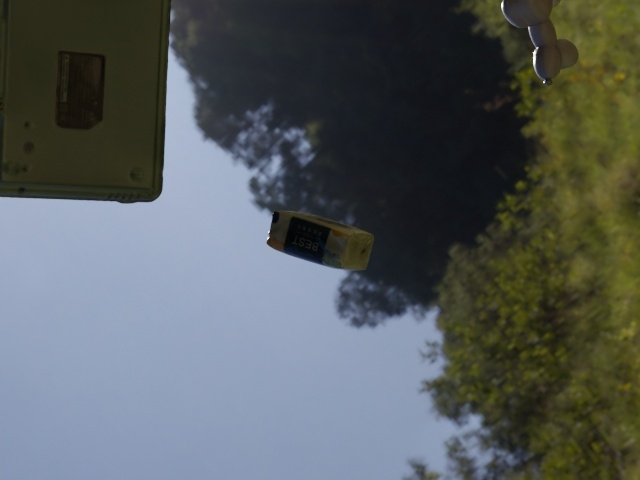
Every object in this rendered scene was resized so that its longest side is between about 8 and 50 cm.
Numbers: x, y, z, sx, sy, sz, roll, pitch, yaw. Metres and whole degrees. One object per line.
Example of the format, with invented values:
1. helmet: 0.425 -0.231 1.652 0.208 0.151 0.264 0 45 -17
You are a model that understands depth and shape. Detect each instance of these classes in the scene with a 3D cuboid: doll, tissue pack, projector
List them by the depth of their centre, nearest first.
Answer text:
1. tissue pack: 0.000 0.000 1.082 0.083 0.042 0.062 17 -176 24
2. projector: -0.258 -0.170 1.222 0.192 0.257 0.099 2 -175 -20
3. doll: 0.296 -0.291 1.557 0.160 0.059 0.161 49 -138 -39
